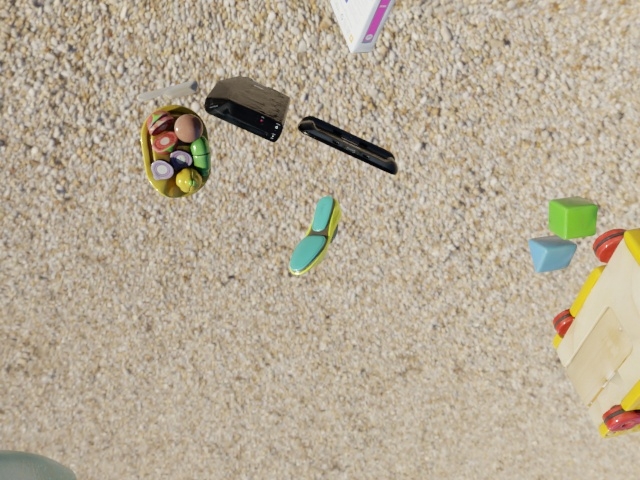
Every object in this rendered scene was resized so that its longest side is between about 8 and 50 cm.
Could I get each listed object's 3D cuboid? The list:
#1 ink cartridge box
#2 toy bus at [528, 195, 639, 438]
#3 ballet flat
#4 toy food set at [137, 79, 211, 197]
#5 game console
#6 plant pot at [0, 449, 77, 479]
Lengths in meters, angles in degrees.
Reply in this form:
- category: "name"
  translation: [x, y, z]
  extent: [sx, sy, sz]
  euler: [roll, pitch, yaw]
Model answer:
- category: "ink cartridge box"
  translation: [0.120, -0.614, 1.331]
  extent: [0.069, 0.175, 0.371]
  euler: [-11, 158, -19]
- category: "toy bus"
  translation: [0.252, 0.059, 0.429]
  extent: [0.105, 0.202, 0.190]
  euler: [-9, 96, -7]
- category: "ballet flat"
  translation: [0.000, 0.000, 1.396]
  extent: [0.077, 0.230, 0.077]
  euler: [1, 143, 32]
- category: "toy food set"
  translation: [-0.264, -0.179, 1.103]
  extent: [0.128, 0.071, 0.217]
  euler: [-13, 112, -21]
- category: "game console"
  translation: [-0.023, -0.198, 1.069]
  extent: [0.362, 0.213, 0.043]
  euler: [23, 114, -9]
- category: "plant pot"
  translation: [-0.357, 0.332, 0.553]
  extent: [0.248, 0.247, 0.252]
  euler: [-25, 167, 20]
